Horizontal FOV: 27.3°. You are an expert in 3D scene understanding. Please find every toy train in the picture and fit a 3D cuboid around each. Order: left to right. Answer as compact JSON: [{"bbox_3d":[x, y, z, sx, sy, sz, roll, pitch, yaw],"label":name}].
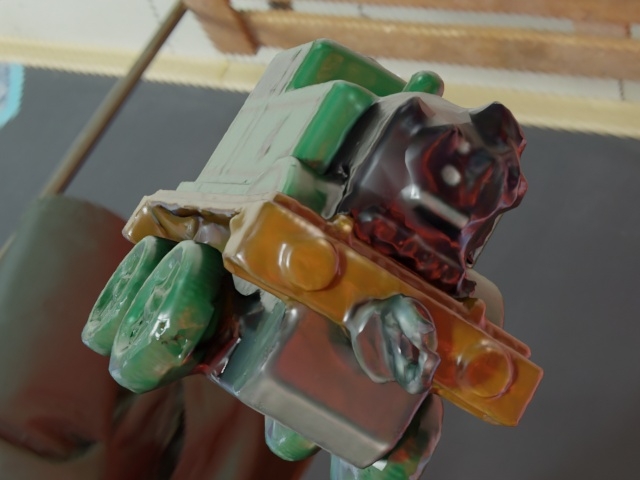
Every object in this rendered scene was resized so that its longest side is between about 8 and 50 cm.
[{"bbox_3d":[0.000,0.000,0.413,0.091,0.136,0.228,32,171,-15],"label":"toy train"}]
